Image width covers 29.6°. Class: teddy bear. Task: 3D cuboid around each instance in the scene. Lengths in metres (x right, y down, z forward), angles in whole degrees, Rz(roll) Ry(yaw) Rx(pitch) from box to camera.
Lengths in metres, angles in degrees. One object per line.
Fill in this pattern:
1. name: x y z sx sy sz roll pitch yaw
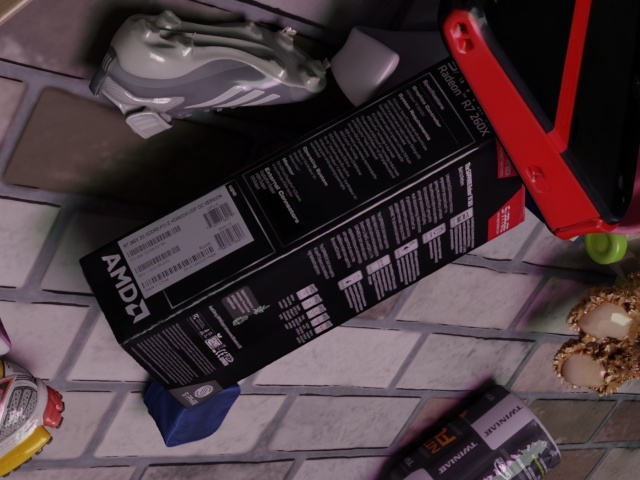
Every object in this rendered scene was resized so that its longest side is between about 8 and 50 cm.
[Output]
1. teddy bear: 0.434 0.087 1.507 0.338 0.113 0.245 -24 133 -10

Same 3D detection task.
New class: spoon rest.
1. spoon rest: 0.092 -0.146 1.111 0.137 0.084 0.276 -53 154 16

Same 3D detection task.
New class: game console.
1. game console: 0.191 -0.227 0.947 0.342 0.060 0.387 43 53 -49

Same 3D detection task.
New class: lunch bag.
1. lunch bag: -0.128 0.147 1.190 0.067 0.065 0.098 -6 140 -42

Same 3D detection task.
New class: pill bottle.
1. pill bottle: 0.178 0.308 1.562 0.245 0.130 0.130 -38 142 -7

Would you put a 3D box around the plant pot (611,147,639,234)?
1. plant pot: 0.286 -0.138 1.188 0.201 0.180 0.201 -24 139 -22

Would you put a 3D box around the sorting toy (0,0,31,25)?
1. sorting toy: -0.186 -0.286 0.754 0.307 0.041 0.229 -40 138 -4

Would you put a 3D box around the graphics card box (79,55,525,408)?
1. graphics card box: 0.000 0.000 1.054 0.370 0.094 0.233 -30 159 -3

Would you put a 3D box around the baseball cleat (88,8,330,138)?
1. baseball cleat: -0.092 -0.129 0.972 0.205 0.072 0.109 7 137 -42

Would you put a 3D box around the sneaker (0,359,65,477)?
1. sneaker: -0.335 0.184 1.047 0.225 0.088 0.093 -41 122 -2

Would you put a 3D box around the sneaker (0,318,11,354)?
1. sneaker: -0.323 0.032 0.895 0.104 0.095 0.236 -28 142 -6

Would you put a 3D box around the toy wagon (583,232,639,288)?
1. toy wagon: 0.441 -0.036 1.516 0.267 0.068 0.344 -10 133 -34

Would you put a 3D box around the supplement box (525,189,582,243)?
1. supplement box: 0.253 -0.051 1.321 0.056 0.083 0.083 -51 143 12
